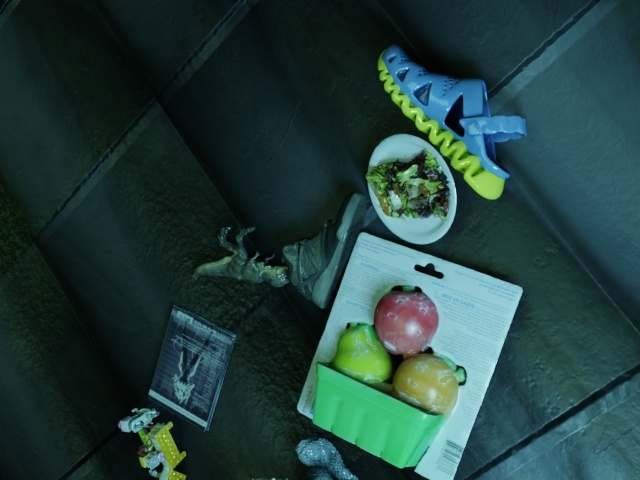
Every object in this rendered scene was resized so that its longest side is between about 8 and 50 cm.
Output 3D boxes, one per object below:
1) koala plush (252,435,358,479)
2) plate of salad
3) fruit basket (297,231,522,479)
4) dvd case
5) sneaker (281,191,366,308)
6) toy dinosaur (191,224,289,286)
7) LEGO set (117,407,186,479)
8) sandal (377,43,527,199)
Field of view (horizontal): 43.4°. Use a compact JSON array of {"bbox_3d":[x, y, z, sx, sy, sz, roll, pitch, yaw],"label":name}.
[{"bbox_3d":[-0.051,0.480,1.437,0.203,0.221,0.196,37,109,44],"label":"koala plush"},{"bbox_3d":[0.150,-0.086,1.402,0.199,0.048,0.200,23,123,40],"label":"plate of salad"},{"bbox_3d":[0.147,0.197,1.404,0.326,0.165,0.353,19,84,31],"label":"fruit basket"},{"bbox_3d":[-0.273,0.269,1.700,0.164,0.018,0.221,23,102,26],"label":"dvd case"},{"bbox_3d":[0.000,0.000,1.497,0.130,0.087,0.228,28,110,19],"label":"sneaker"},{"bbox_3d":[-0.166,0.031,1.610,0.268,0.064,0.118,1,99,33],"label":"toy dinosaur"},{"bbox_3d":[-0.367,0.488,1.705,0.107,0.132,0.287,3,99,38],"label":"LEGO set"},{"bbox_3d":[0.227,-0.222,1.353,0.317,0.126,0.138,48,108,11],"label":"sandal"}]
